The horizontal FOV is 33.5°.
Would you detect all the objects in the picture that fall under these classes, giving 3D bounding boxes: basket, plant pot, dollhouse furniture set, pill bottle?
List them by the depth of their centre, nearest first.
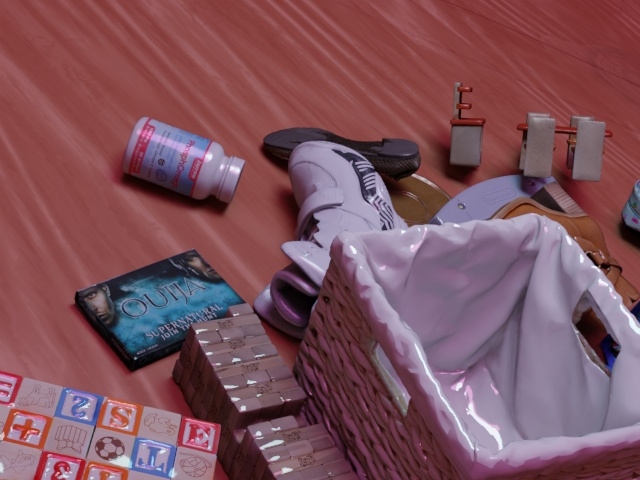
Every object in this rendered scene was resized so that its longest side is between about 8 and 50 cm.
[{"bbox_3d":[0.180,0.176,1.203,0.331,0.266,0.328,-5,45,-29],"label":"basket"},{"bbox_3d":[-0.193,-0.110,1.507,0.160,0.087,0.087,20,38,-2],"label":"pill bottle"},{"bbox_3d":[0.127,-0.043,1.629,0.236,0.032,0.236,14,38,-11],"label":"plant pot"},{"bbox_3d":[0.345,-0.183,1.741,0.259,0.135,0.262,5,9,10],"label":"dollhouse furniture set"}]

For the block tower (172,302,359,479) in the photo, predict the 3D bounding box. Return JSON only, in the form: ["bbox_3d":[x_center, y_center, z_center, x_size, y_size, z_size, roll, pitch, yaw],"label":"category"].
[{"bbox_3d":[-0.055,0.223,1.175,0.097,0.091,0.335,-7,46,-33],"label":"block tower"}]

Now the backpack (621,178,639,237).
[{"bbox_3d":[0.601,-0.040,1.778,0.182,0.115,0.152,26,30,6],"label":"backpack"}]

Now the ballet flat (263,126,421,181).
[{"bbox_3d":[0.032,-0.130,1.639,0.250,0.058,0.084,7,35,13],"label":"ballet flat"}]

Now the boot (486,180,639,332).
[{"bbox_3d":[0.323,0.047,1.496,0.283,0.109,0.220,-22,73,-50],"label":"boot"}]

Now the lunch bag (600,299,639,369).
[{"bbox_3d":[0.555,0.112,1.439,0.221,0.293,0.138,14,38,-10],"label":"lunch bag"}]

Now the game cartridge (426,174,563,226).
[{"bbox_3d":[0.296,-0.004,1.615,0.294,0.060,0.196,-17,70,-40],"label":"game cartridge"}]

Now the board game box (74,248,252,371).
[{"bbox_3d":[-0.195,0.082,1.327,0.186,0.026,0.126,-22,56,-42],"label":"board game box"}]

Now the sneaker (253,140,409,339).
[{"bbox_3d":[0.000,0.000,1.427,0.210,0.137,0.366,-6,49,-35],"label":"sneaker"}]

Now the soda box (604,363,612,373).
[{"bbox_3d":[0.282,0.154,1.440,0.210,0.067,0.071,35,39,15],"label":"soda box"}]

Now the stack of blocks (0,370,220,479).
[{"bbox_3d":[-0.260,0.239,1.058,0.297,0.087,0.171,15,39,-9],"label":"stack of blocks"}]
